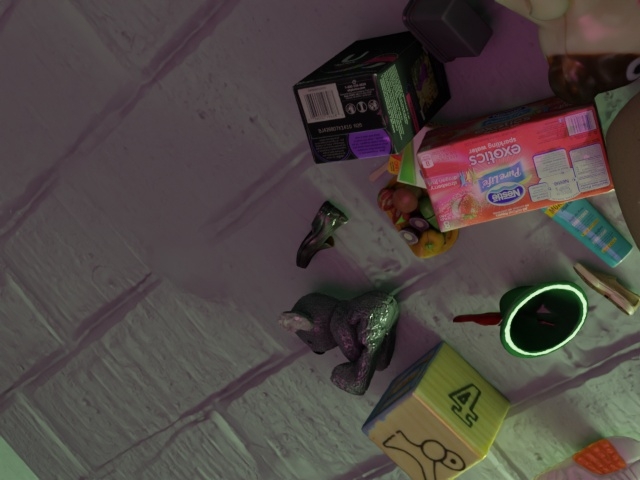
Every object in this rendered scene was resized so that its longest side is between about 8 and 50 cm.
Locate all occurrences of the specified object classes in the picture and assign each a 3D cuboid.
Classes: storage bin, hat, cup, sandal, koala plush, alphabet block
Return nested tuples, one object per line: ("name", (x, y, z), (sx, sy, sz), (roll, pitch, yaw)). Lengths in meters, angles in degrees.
("storage bin", (0.222, -0.365, 1.652), (0.135, 0.098, 0.091), (38, 170, -34))
("hat", (0.380, 0.111, 1.917), (0.208, 0.183, 0.173), (-16, 123, -10))
("cup", (0.578, -0.124, 1.522), (0.237, 0.331, 0.331), (54, 132, 24))
("sandal", (0.539, 0.461, 1.995), (0.265, 0.076, 0.102), (-28, 79, 25))
("koala plush", (0.034, 0.173, 2.048), (0.221, 0.196, 0.203), (18, 112, 19))
("alphabet block", (0.237, 0.362, 2.030), (0.197, 0.193, 0.192), (44, 130, -1))

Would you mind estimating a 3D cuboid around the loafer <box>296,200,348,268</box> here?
("loafer", (0.000, 0.000, 2.037), (0.061, 0.062, 0.170), (30, 128, 4))

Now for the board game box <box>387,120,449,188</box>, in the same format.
("board game box", (0.254, -0.141, 1.804), (0.259, 0.039, 0.124), (16, 122, 10))

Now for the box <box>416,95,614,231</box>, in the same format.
("box", (0.331, -0.136, 1.683), (0.300, 0.142, 0.154), (-15, 107, 18))

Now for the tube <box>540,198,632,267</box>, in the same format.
("tube", (0.463, -0.040, 1.771), (0.207, 0.052, 0.080), (43, 97, 3))

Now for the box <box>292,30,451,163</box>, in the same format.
("box", (0.095, -0.254, 1.705), (0.165, 0.270, 0.143), (-4, 115, 30))

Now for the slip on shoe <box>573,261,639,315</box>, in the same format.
("slip on shoe", (0.524, 0.080, 1.812), (0.135, 0.051, 0.041), (40, 89, 13))

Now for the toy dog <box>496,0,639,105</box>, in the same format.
("toy dog", (0.349, -0.400, 1.486), (0.408, 0.284, 0.395), (49, 143, -4))

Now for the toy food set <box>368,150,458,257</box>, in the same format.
("toy food set", (0.171, -0.054, 1.905), (0.128, 0.071, 0.218), (-28, 101, 37))
